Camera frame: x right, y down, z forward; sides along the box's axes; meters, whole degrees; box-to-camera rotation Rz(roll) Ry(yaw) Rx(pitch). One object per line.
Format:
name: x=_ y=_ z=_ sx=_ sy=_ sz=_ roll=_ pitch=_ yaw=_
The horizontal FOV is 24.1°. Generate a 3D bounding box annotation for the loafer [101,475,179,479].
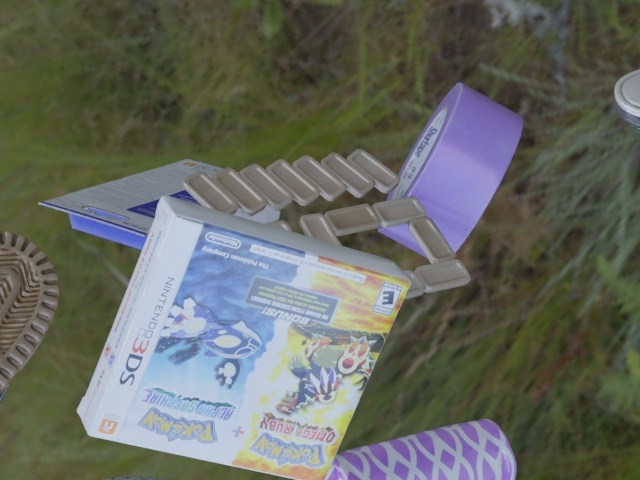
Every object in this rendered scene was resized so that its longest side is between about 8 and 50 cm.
loafer: x=-0.109 y=0.254 z=1.280 sx=0.251 sy=0.087 sz=0.094 roll=1 pitch=159 yaw=5

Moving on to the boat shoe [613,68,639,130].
boat shoe: x=0.467 y=-0.128 z=1.586 sx=0.112 sy=0.335 sz=0.096 roll=-105 pitch=14 yaw=-46

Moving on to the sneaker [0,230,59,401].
sneaker: x=-0.268 y=0.123 z=0.873 sx=0.099 sy=0.282 sz=0.153 roll=43 pitch=150 yaw=-6

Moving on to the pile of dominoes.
pile of dominoes: x=0.000 y=0.000 z=1.504 sx=0.196 sy=0.251 sz=0.040 roll=59 pitch=143 yaw=29

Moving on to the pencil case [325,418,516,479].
pencil case: x=0.091 y=0.234 z=1.468 sx=0.088 sy=0.206 sz=0.086 roll=107 pitch=145 yaw=-44

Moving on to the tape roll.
tape roll: x=0.142 y=-0.074 z=1.654 sx=0.080 sy=0.189 sz=0.189 roll=29 pitch=151 yaw=-6

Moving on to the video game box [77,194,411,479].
video game box: x=-0.058 y=0.081 z=1.147 sx=0.205 sy=0.187 sz=0.048 roll=16 pitch=-162 yaw=-24

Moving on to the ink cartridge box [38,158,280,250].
ink cartridge box: x=-0.216 y=-0.042 z=2.111 sx=0.175 sy=0.371 sz=0.069 roll=16 pitch=107 yaw=24
